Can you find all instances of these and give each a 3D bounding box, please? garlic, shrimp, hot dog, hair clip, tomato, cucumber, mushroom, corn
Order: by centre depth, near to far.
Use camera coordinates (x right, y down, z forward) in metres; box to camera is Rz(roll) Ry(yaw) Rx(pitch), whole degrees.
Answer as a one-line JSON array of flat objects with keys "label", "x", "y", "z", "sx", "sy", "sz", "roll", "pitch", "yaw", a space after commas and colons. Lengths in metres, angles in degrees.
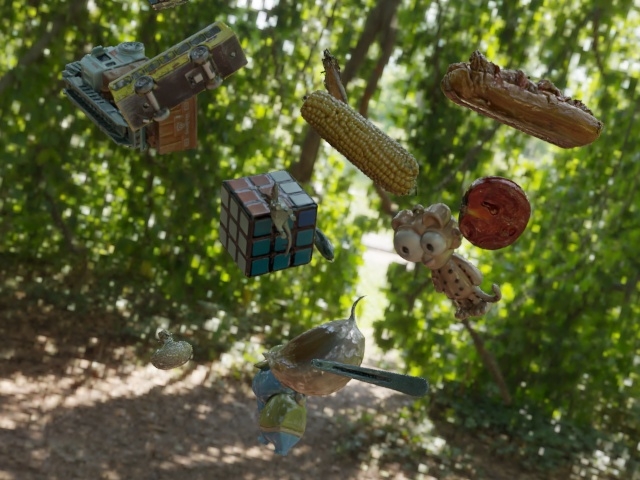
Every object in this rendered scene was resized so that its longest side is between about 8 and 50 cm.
[{"label": "hair clip", "x": 0.093, "y": 0.262, "z": 1.765, "sx": 0.229, "sy": 0.039, "sz": 0.070, "roll": 10, "pitch": -6, "yaw": 7}, {"label": "mushroom", "x": -0.295, "y": 0.211, "z": 1.800, "sx": 0.085, "sy": 0.079, "sz": 0.085, "roll": -14, "pitch": -12, "yaw": -3}, {"label": "tomato", "x": 0.343, "y": -0.066, "z": 1.835, "sx": 0.138, "sy": 0.159, "sz": 0.091, "roll": 12, "pitch": 31, "yaw": 1}, {"label": "hot dog", "x": 0.421, "y": -0.292, "z": 1.909, "sx": 0.348, "sy": 0.117, "sz": 0.158, "roll": 22, "pitch": 3, "yaw": -5}, {"label": "corn", "x": 0.092, "y": -0.202, "z": 1.932, "sx": 0.310, "sy": 0.101, "sz": 0.101, "roll": 41, "pitch": 5, "yaw": 0}, {"label": "garlic", "x": 0.029, "y": 0.233, "z": 1.942, "sx": 0.266, "sy": 0.149, "sz": 0.128, "roll": -29, "pitch": -5, "yaw": -18}, {"label": "shrimp", "x": 0.005, "y": -0.367, "z": 2.219, "sx": 0.124, "sy": 0.178, "sz": 0.034, "roll": -7, "pitch": 17, "yaw": 35}, {"label": "cucumber", "x": 0.000, "y": 0.000, "z": 2.255, "sx": 0.039, "sy": 0.039, "sz": 0.168, "roll": 12, "pitch": 27, "yaw": -36}]

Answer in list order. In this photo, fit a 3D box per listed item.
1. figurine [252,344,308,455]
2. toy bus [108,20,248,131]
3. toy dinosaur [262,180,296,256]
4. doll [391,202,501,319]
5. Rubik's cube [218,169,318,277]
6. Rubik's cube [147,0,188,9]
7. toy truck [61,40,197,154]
[{"label": "figurine", "x": -0.101, "y": 0.385, "z": 2.248, "sx": 0.153, "sy": 0.262, "sz": 0.180, "roll": 17, "pitch": -15, "yaw": -15}, {"label": "toy bus", "x": -0.233, "y": -0.272, "z": 1.511, "sx": 0.074, "sy": 0.226, "sz": 0.081, "roll": 53, "pitch": -7, "yaw": 39}, {"label": "toy dinosaur", "x": -0.079, "y": -0.045, "z": 1.832, "sx": 0.039, "sy": 0.209, "sz": 0.082, "roll": -23, "pitch": 47, "yaw": -14}, {"label": "doll", "x": 0.264, "y": 0.043, "z": 1.928, "sx": 0.278, "sy": 0.119, "sz": 0.154, "roll": 52, "pitch": -41, "yaw": -9}, {"label": "Rubik's cube", "x": -0.115, "y": -0.039, "z": 1.977, "sx": 0.160, "sy": 0.162, "sz": 0.163, "roll": -13, "pitch": 38, "yaw": -26}, {"label": "Rubik's cube", "x": -0.303, "y": -0.510, "z": 1.781, "sx": 0.133, "sy": 0.112, "sz": 0.133, "roll": -10, "pitch": 4, "yaw": 1}, {"label": "toy truck", "x": -0.398, "y": -0.294, "z": 1.874, "sx": 0.184, "sy": 0.133, "sz": 0.338, "roll": -22, "pitch": 44, "yaw": -33}]
